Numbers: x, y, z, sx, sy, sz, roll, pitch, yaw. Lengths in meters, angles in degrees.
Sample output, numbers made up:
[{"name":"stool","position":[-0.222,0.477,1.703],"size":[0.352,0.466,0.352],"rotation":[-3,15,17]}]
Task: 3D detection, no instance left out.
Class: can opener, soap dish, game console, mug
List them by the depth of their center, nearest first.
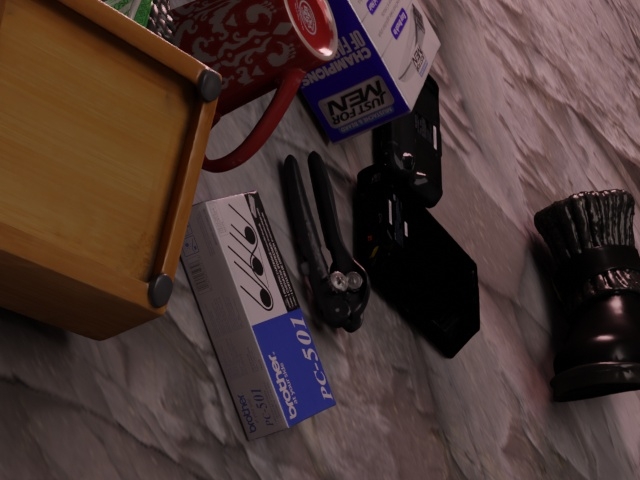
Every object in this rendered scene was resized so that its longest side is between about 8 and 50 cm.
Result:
[{"name":"soap dish","position":[-0.197,-0.071,1.189],"size":[0.291,0.118,0.229],"rotation":[28,72,-52]},{"name":"mug","position":[-0.070,-0.152,1.516],"size":[0.150,0.169,0.113],"rotation":[63,26,-11]},{"name":"can opener","position":[0.000,0.000,1.686],"size":[0.059,0.073,0.186],"rotation":[-13,76,-25]},{"name":"game console","position":[0.109,-0.061,1.942],"size":[0.213,0.044,0.361],"rotation":[46,35,-42]}]

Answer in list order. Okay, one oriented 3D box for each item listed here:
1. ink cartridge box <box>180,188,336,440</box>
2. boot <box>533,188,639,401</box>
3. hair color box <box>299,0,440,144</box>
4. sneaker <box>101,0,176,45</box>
[{"name":"ink cartridge box","position":[-0.059,0.063,1.518],"size":[0.097,0.046,0.207],"rotation":[-16,86,-63]},{"name":"boot","position":[0.345,0.065,2.190],"size":[0.348,0.131,0.260],"rotation":[1,77,-74]},{"name":"hair color box","position":[-0.008,-0.292,1.816],"size":[0.339,0.110,0.185],"rotation":[58,27,-18]},{"name":"sneaker","position":[-0.181,-0.262,1.427],"size":[0.146,0.134,0.343],"rotation":[47,34,-37]}]
